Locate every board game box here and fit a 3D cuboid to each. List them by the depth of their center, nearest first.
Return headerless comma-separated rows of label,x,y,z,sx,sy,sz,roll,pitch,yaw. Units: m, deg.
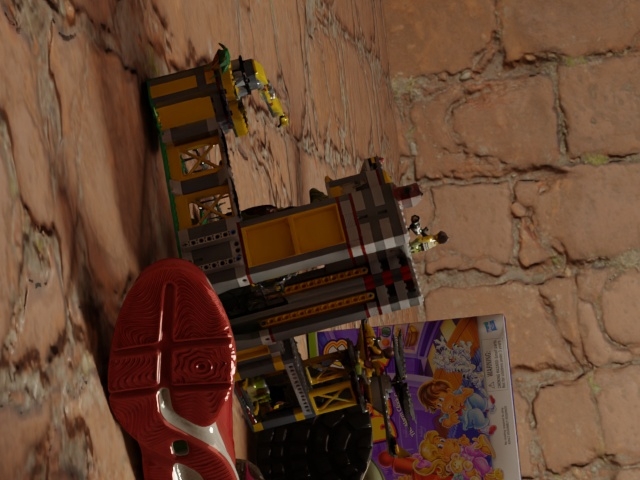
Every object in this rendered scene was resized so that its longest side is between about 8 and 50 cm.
board game box,0.118,0.271,1.841,0.078,0.233,0.347,41,43,-79

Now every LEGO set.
LEGO set,0.000,0.000,1.242,0.331,0.192,0.255,74,3,-46

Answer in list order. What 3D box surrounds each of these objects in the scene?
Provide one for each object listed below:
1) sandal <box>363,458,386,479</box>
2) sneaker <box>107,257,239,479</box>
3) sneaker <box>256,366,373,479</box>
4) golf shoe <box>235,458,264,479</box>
sandal,0.024,0.365,1.614,0.086,0.120,0.303,23,53,-61
sneaker,-0.099,0.081,1.068,0.128,0.087,0.221,-101,-170,-55
sneaker,-0.015,0.262,1.467,0.124,0.107,0.283,109,-15,-68
golf shoe,-0.068,0.250,1.159,0.086,0.067,0.186,-38,131,-87
